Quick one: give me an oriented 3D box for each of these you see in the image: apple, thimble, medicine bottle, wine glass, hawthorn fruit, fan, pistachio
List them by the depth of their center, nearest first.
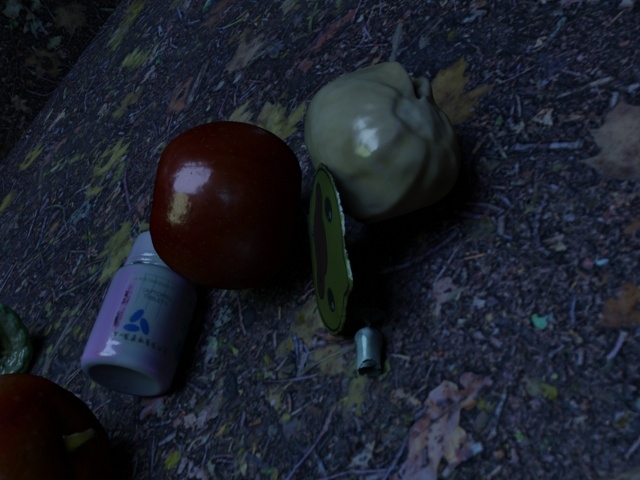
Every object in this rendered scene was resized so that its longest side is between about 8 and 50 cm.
[{"bbox_3d":[0.063,0.127,0.827,0.039,0.042,0.083,111,164,-50],"label":"wine glass"},{"bbox_3d":[-0.001,0.000,0.912,0.011,0.230,0.335,-5,19,-11],"label":"fan"},{"bbox_3d":[0.072,-0.134,0.926,0.214,0.193,0.318,-67,21,3],"label":"pistachio"},{"bbox_3d":[-0.430,0.332,0.969,0.330,0.287,0.287,-31,39,25],"label":"hawthorn fruit"},{"bbox_3d":[-0.145,-0.047,1.019,0.260,0.216,0.261,-171,90,-79],"label":"apple"},{"bbox_3d":[-0.289,0.119,1.115,0.152,0.152,0.255,-18,46,37],"label":"medicine bottle"},{"bbox_3d":[-0.756,0.236,1.451,0.150,0.219,0.219,-6,54,47],"label":"thimble"}]
